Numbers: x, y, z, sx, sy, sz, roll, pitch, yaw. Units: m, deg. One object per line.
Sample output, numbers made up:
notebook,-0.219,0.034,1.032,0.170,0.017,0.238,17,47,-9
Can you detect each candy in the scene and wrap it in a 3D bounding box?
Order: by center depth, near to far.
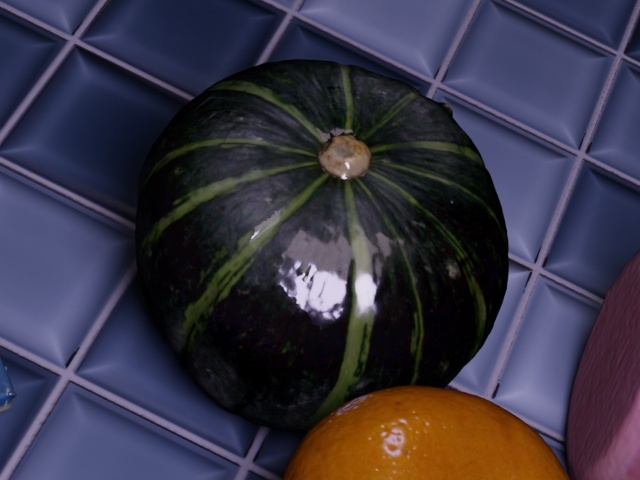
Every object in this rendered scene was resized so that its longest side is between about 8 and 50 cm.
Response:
candy,0.288,0.110,1.283,0.094,0.255,0.255,19,52,-4

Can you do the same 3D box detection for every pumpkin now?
pumpkin,0.000,0.000,1.263,0.323,0.241,0.323,10,56,-15

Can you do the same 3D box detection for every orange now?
orange,0.078,0.220,1.113,0.240,0.171,0.240,16,48,-19

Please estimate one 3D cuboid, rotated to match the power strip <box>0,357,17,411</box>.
power strip,-0.305,0.123,1.206,0.123,0.032,0.056,-16,62,-28
